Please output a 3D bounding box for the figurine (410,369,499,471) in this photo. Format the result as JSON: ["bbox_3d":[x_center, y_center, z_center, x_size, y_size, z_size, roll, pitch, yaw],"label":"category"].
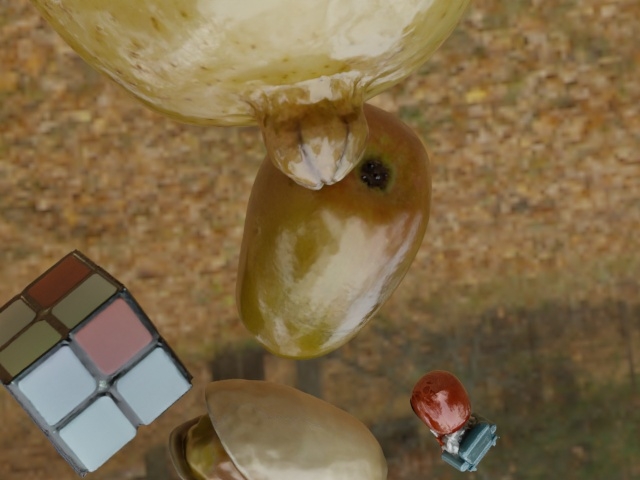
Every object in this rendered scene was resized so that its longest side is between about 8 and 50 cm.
[{"bbox_3d":[0.145,0.199,1.622,0.075,0.068,0.140,30,161,45],"label":"figurine"}]

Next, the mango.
[{"bbox_3d":[0.000,0.000,1.474,0.173,0.211,0.317,13,137,-16],"label":"mango"}]

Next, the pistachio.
[{"bbox_3d":[-0.047,0.288,1.859,0.299,0.187,0.187,23,158,-31],"label":"pistachio"}]

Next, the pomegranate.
[{"bbox_3d":[-0.038,-0.232,1.037,0.410,0.410,0.410,-5,172,-1],"label":"pomegranate"}]

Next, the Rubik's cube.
[{"bbox_3d":[-0.287,0.143,1.739,0.180,0.167,0.183,-40,-149,-12],"label":"Rubik's cube"}]
